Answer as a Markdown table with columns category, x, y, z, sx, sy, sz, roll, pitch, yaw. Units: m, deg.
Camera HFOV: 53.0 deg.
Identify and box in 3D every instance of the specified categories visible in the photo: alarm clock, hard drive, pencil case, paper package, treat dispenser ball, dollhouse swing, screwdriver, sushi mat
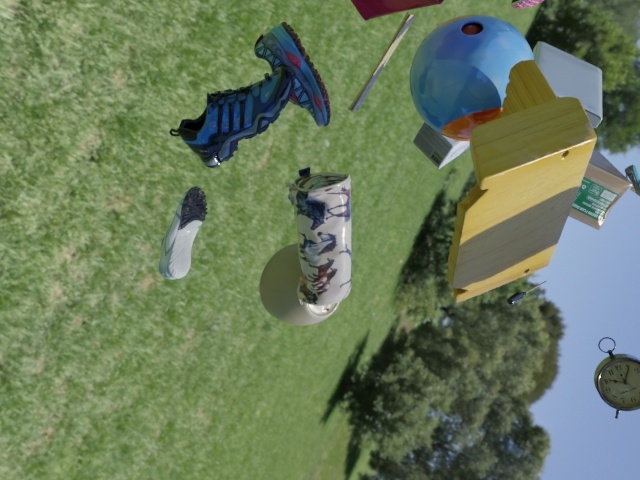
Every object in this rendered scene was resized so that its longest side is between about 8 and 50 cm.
| category | x | y | z | sx | sy | sz | roll | pitch | yaw |
| --- | --- | --- | --- | --- | --- | --- | --- | --- | --- |
| alarm clock | 0.717 | 0.319 | 1.535 | 0.129 | 0.192 | 0.064 | -24 | -179 | 15 |
| hard drive | 0.665 | -0.431 | 1.745 | 0.307 | 0.203 | 0.040 | -62 | 177 | -48 |
| pencil case | 0.000 | 0.000 | 1.864 | 0.160 | 0.183 | 0.410 | -90 | 178 | -64 |
| paper package | 0.694 | -0.213 | 1.908 | 0.309 | 0.325 | 0.168 | -83 | -161 | -63 |
| treat dispenser ball | 0.352 | -0.377 | 1.499 | 0.288 | 0.288 | 0.288 | -60 | 171 | -17 |
| dollhouse swing | 0.328 | -0.135 | 1.256 | 0.315 | 0.305 | 0.347 | -20 | 143 | -13 |
| screwdriver | 0.555 | 0.139 | 1.716 | 0.170 | 0.024 | 0.025 | -15 | 117 | -36 |
| sushi mat | 0.178 | -0.514 | 1.867 | 0.316 | 0.019 | 0.151 | -58 | 177 | 15 |

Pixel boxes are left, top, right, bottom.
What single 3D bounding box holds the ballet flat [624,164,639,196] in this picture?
| category | x | y | z | sx | sy | sz | roll | pitch | yaw |
| --- | --- | --- | --- | --- | --- | --- | --- | --- | --- |
| ballet flat | 0.944 | -0.171 | 1.926 | 0.041 | 0.114 | 0.041 | -25 | -178 | 1 |

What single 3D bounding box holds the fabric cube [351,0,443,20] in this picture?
| category | x | y | z | sx | sy | sz | roll | pitch | yaw |
| --- | --- | --- | --- | --- | --- | --- | --- | --- | --- |
| fabric cube | 0.169 | -0.621 | 1.247 | 0.259 | 0.254 | 0.258 | -46 | -153 | -13 |

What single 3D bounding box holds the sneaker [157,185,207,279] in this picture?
| category | x | y | z | sx | sy | sz | roll | pitch | yaw |
| --- | --- | --- | --- | --- | --- | --- | --- | --- | --- |
| sneaker | -0.338 | -0.022 | 1.545 | 0.085 | 0.086 | 0.237 | 33 | 65 | -49 |

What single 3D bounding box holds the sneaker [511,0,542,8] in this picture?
| category | x | y | z | sx | sy | sz | roll | pitch | yaw |
| --- | --- | --- | --- | --- | --- | --- | --- | --- | --- |
| sneaker | 0.611 | -0.715 | 1.800 | 0.170 | 0.075 | 0.063 | -21 | 172 | 42 |

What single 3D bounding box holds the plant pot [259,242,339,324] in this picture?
| category | x | y | z | sx | sy | sz | roll | pitch | yaw |
| --- | --- | --- | --- | --- | --- | --- | --- | --- | --- |
| plant pot | -0.036 | 0.167 | 2.147 | 0.191 | 0.284 | 0.284 | 24 | -94 | 57 |

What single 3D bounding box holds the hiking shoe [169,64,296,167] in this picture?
| category | x | y | z | sx | sy | sz | roll | pitch | yaw |
| --- | --- | --- | --- | --- | --- | --- | --- | --- | --- |
| hiking shoe | -0.187 | -0.290 | 1.422 | 0.304 | 0.132 | 0.113 | -40 | -147 | 16 |

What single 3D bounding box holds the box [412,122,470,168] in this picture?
| category | x | y | z | sx | sy | sz | roll | pitch | yaw |
| --- | --- | --- | --- | --- | --- | --- | --- | --- | --- |
| box | 0.375 | -0.308 | 1.789 | 0.203 | 0.114 | 0.103 | -33 | 164 | -30 |

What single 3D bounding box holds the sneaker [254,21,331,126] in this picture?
| category | x | y | z | sx | sy | sz | roll | pitch | yaw |
| --- | --- | --- | --- | --- | --- | --- | --- | --- | --- |
| sneaker | -0.067 | -0.379 | 1.531 | 0.125 | 0.262 | 0.104 | -24 | -157 | 15 |
